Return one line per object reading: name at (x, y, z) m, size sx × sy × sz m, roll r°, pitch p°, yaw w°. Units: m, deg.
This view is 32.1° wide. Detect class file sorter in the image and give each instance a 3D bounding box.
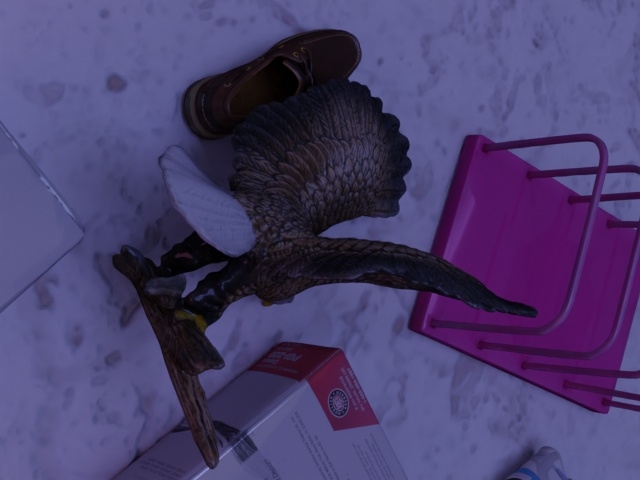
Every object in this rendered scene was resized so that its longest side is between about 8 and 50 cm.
file sorter at (0.273, 0.043, 1.077) m, size 0.290 × 0.182 × 0.202 m, roll 26°, pitch 76°, yaw -34°

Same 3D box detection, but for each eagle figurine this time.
eagle figurine at (-0.003, 0.001, 0.865) m, size 0.298 × 0.225 × 0.226 m, roll -21°, pitch 103°, yaw -15°

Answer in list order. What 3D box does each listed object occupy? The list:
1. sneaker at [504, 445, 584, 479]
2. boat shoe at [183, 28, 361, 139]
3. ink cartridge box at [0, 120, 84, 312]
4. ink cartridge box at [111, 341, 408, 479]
sneaker at (0.261, 0.294, 1.148) m, size 0.083 × 0.071 × 0.191 m, roll -43°, pitch 115°, yaw -33°
boat shoe at (-0.028, -0.131, 0.926) m, size 0.178 × 0.060 × 0.064 m, roll -29°, pitch 108°, yaw -32°
ink cartridge box at (-0.308, 0.043, 0.636) m, size 0.289 × 0.211 × 0.122 m, roll -46°, pitch 115°, yaw -27°
ink cartridge box at (-0.050, 0.208, 0.901) m, size 0.218 × 0.092 × 0.159 m, roll -38°, pitch 112°, yaw -31°
